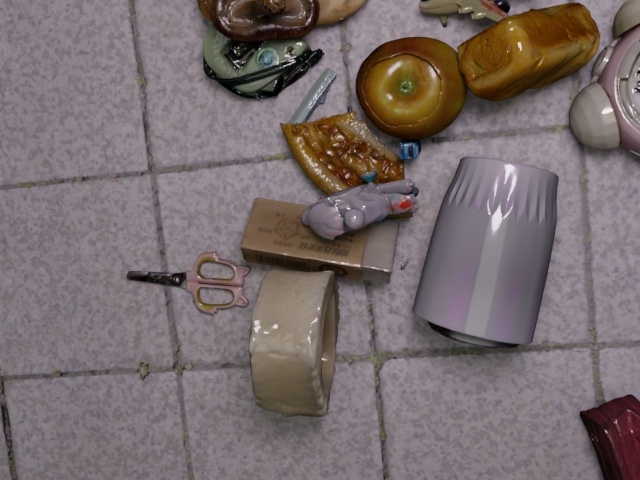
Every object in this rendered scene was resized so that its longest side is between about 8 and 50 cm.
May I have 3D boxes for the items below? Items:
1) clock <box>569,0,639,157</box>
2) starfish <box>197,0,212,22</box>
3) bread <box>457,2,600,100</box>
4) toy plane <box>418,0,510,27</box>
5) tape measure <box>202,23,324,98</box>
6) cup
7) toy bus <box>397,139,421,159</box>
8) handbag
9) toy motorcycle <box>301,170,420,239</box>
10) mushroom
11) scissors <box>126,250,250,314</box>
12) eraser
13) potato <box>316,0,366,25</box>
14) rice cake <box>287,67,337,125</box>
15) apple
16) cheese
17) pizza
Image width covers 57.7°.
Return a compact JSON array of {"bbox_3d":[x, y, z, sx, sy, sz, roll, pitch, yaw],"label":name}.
[{"bbox_3d":[0.714,-0.313,1.177,0.326,0.184,0.342,25,93,9],"label":"clock"},{"bbox_3d":[-0.231,-0.587,1.305,0.138,0.050,0.247,-37,60,16],"label":"starfish"},{"bbox_3d":[0.415,-0.372,1.151,0.294,0.167,0.132,-19,80,-34],"label":"bread"},{"bbox_3d":[0.339,-0.526,1.226,0.256,0.104,0.241,-16,57,25],"label":"toy plane"},{"bbox_3d":[-0.145,-0.415,1.314,0.235,0.115,0.207,40,97,2],"label":"tape measure"},{"bbox_3d":[0.355,0.025,1.223,0.254,0.253,0.371,13,94,6],"label":"cup"},{"bbox_3d":[0.199,-0.203,1.287,0.046,0.083,0.038,-1,107,17],"label":"toy bus"},{"bbox_3d":[0.672,0.463,1.272,0.136,0.146,0.225,-19,92,4],"label":"handbag"},{"bbox_3d":[0.078,-0.064,1.221,0.260,0.171,0.110,-11,111,14],"label":"toy motorcycle"},{"bbox_3d":[-0.116,-0.466,1.146,0.227,0.217,0.147,-10,108,3],"label":"mushroom"},{"bbox_3d":[-0.330,0.101,1.434,0.318,0.024,0.160,4,96,8],"label":"scissors"},{"bbox_3d":[0.000,0.000,1.323,0.344,0.078,0.144,10,61,7],"label":"eraser"},{"bbox_3d":[-0.005,-0.560,1.272,0.235,0.128,0.161,14,95,12],"label":"potato"},{"bbox_3d":[-0.021,-0.316,1.347,0.042,0.030,0.180,37,99,7],"label":"rice cake"},{"bbox_3d":[0.194,-0.325,1.227,0.237,0.207,0.236,1,96,8],"label":"apple"},{"bbox_3d":[-0.050,0.229,1.263,0.153,0.292,0.332,1,125,10],"label":"cheese"},{"bbox_3d":[0.072,-0.174,1.311,0.365,0.074,0.182,41,107,-5],"label":"pizza"}]
